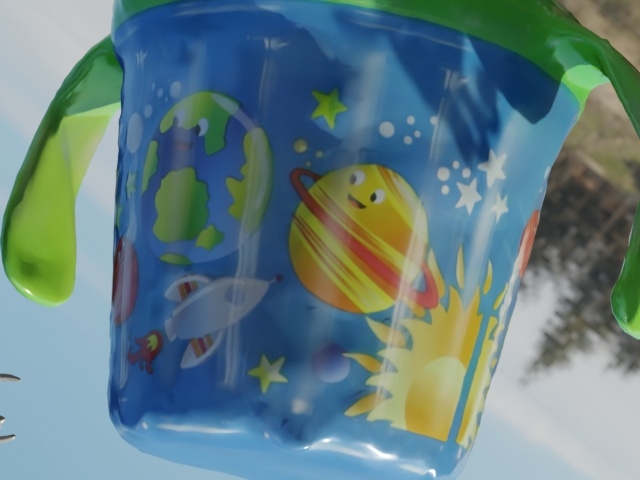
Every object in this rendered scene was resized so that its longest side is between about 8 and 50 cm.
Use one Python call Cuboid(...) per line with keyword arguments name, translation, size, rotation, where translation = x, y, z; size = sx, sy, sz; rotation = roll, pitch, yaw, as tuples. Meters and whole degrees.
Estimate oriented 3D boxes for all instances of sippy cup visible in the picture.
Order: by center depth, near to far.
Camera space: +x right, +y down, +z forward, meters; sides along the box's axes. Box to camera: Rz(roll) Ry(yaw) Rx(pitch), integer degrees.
Cuboid(name="sippy cup", translation=(0.000, 0.000, 0.865), size=(0.240, 0.224, 0.305), rotation=(15, 166, -24))

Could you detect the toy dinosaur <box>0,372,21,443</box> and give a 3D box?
Cuboid(name="toy dinosaur", translation=(-0.345, 0.140, 1.080), size=(0.160, 0.313, 0.121), rotation=(-28, 91, 54))
